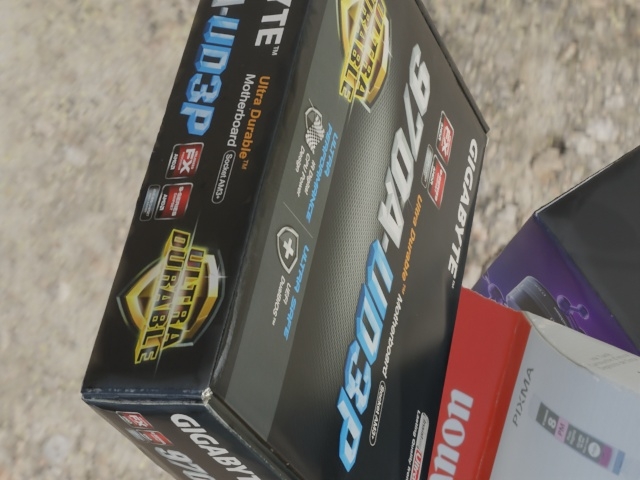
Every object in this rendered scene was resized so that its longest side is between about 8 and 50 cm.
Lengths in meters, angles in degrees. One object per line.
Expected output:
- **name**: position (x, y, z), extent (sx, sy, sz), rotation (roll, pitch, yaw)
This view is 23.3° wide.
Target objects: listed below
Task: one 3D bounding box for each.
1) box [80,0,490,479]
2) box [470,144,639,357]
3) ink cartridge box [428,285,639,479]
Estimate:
- **box**: position (0.000, 0.000, 0.587), extent (0.051, 0.220, 0.175), rotation (-2, 148, 26)
- **box**: position (0.221, 0.097, 1.008), extent (0.261, 0.103, 0.184), rotation (55, 160, 13)
- **ink cartridge box**: position (0.091, 0.134, 0.727), extent (0.232, 0.066, 0.189), rotation (22, 107, 33)
